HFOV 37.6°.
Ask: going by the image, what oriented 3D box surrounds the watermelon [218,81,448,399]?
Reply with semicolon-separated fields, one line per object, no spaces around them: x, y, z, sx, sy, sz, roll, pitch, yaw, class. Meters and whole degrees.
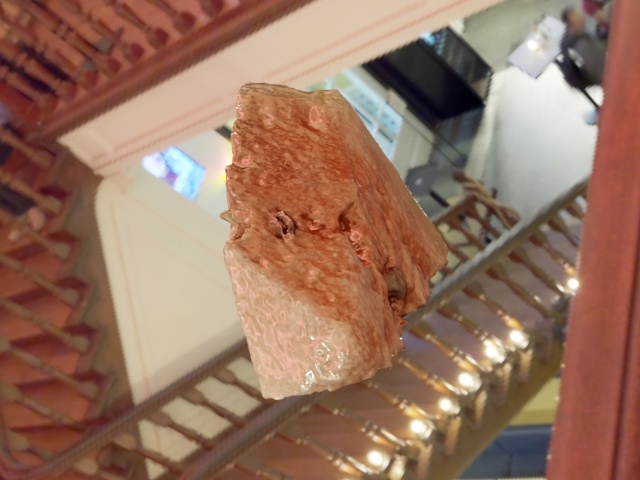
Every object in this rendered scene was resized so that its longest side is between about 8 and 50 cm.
0.000;0.000;0.497;0.094;0.154;0.241;-20;21;14;watermelon
